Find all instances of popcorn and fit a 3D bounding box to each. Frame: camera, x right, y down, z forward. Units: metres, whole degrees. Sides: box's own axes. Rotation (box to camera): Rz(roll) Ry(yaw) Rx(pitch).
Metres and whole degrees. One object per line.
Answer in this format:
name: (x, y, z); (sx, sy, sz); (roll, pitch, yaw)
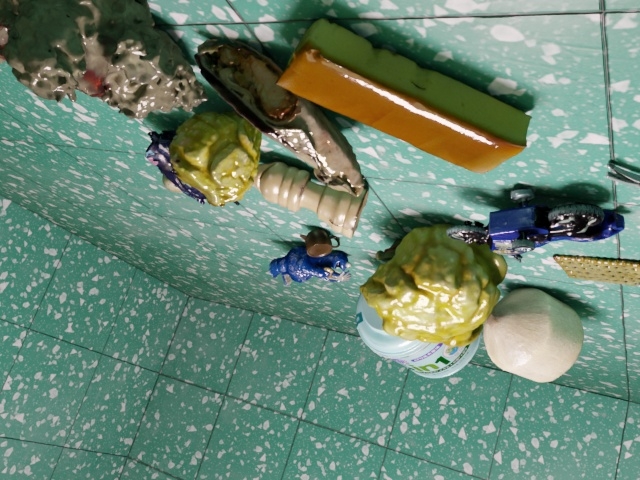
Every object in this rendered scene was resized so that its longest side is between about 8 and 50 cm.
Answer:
popcorn: (-0.211, -0.167, 1.281); (0.186, 0.167, 0.187); (22, 151, -3)
popcorn: (0.271, 0.125, 1.541); (0.292, 0.293, 0.334); (48, 165, 15)

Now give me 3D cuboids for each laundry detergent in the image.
laundry detergent: (0.273, 0.222, 1.868); (0.287, 0.287, 0.305); (5, 160, 40)

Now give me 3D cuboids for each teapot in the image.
teapot: (0.000, 0.000, 1.837); (0.121, 0.068, 0.076); (1, 148, -18)

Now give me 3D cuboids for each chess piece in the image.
chess piece: (-0.052, -0.111, 1.451); (0.307, 0.124, 0.139); (21, -163, 5)

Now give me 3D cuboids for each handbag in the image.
handbag: (-0.282, -0.171, 1.484); (0.162, 0.113, 0.260); (1, 156, 24)

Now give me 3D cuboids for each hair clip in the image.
hair clip: (0.504, -0.097, 1.010); (0.115, 0.030, 0.039); (17, 145, -2)

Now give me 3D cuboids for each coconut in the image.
coconut: (0.559, 0.248, 1.743); (0.266, 0.237, 0.237); (22, 165, -30)

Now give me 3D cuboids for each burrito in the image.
burrito: (-0.047, -0.201, 1.088); (0.348, 0.107, 0.175); (38, 179, -41)

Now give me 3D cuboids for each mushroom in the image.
mushroom: (-0.372, -0.162, 1.690); (0.084, 0.083, 0.067); (12, 123, 20)

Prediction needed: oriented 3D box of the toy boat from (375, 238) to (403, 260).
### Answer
toy boat: (0.235, 0.046, 1.707); (0.185, 0.071, 0.089); (22, 163, -15)

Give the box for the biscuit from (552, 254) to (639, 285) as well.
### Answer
biscuit: (0.635, 0.069, 1.441); (0.203, 0.016, 0.144); (6, 160, 40)

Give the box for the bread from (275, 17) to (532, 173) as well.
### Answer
bread: (0.122, -0.209, 0.962); (0.361, 0.077, 0.138); (22, 165, -12)

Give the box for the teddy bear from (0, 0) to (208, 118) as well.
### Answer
teddy bear: (-0.338, -0.280, 1.014); (0.357, 0.224, 0.367); (24, 173, 39)

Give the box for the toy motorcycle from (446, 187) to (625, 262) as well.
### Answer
toy motorcycle: (0.404, -0.021, 1.237); (0.315, 0.113, 0.169); (-9, 160, 43)

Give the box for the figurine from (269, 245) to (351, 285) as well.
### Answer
figurine: (-0.026, 0.071, 2.033); (0.262, 0.120, 0.164); (-4, 165, 14)
